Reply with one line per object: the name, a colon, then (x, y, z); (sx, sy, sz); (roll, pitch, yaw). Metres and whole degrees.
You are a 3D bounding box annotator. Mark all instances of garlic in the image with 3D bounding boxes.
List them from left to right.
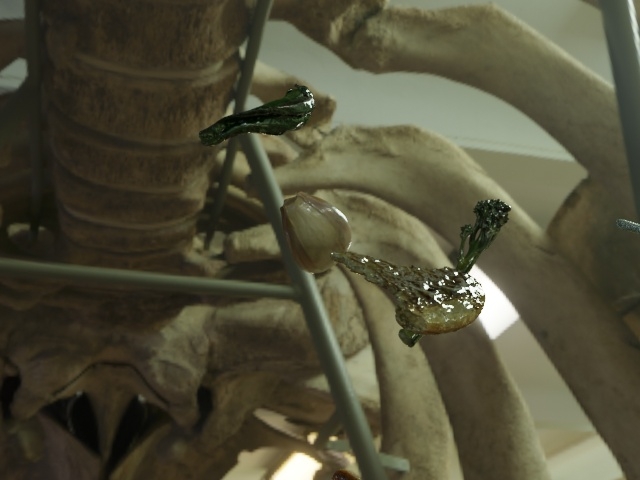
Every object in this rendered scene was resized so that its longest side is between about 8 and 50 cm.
garlic: (-0.006, 0.007, 1.510); (0.128, 0.115, 0.207); (8, -28, 16)

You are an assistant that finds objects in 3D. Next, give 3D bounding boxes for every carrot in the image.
carrot: (0.104, 0.464, 1.415); (0.190, 0.037, 0.037); (19, -19, 29)

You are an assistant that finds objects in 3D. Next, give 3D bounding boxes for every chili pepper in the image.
chili pepper: (-0.073, -0.211, 1.312); (0.122, 0.279, 0.065); (10, -63, 34)

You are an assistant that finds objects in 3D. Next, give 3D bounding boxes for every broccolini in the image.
broccolini: (0.256, 0.049, 1.525); (0.074, 0.392, 0.079); (26, -38, 26)

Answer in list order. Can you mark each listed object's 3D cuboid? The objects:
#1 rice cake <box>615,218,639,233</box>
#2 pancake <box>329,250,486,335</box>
rice cake: (0.661, -0.019, 1.612); (0.022, 0.022, 0.121); (5, 15, -38)
pancake: (0.132, 0.071, 1.220); (0.244, 0.057, 0.266); (20, 15, 13)
